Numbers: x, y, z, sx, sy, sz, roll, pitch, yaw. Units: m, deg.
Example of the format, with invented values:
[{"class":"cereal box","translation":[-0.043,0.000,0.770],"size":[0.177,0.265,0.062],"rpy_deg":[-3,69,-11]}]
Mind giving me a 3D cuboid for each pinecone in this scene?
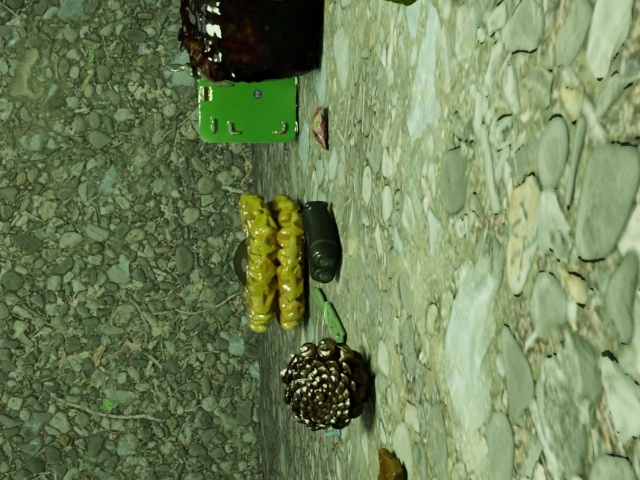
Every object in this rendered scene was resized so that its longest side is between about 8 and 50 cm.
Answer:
[{"class":"pinecone","translation":[0.011,0.212,1.087],"size":[0.121,0.140,0.140],"rpy_deg":[1,-93,-71]}]

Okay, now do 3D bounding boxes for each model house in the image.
[{"class":"model house","translation":[-0.184,-0.440,1.811],"size":[0.313,0.242,0.357],"rpy_deg":[-111,20,-71]}]

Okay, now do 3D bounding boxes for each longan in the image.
[{"class":"longan","translation":[-0.155,0.061,1.981],"size":[0.187,0.167,0.167],"rpy_deg":[-32,-58,-76]}]

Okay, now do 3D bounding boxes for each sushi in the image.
[{"class":"sushi","translation":[-0.139,-0.456,1.393],"size":[0.299,0.281,0.294],"rpy_deg":[-79,-8,-65]}]

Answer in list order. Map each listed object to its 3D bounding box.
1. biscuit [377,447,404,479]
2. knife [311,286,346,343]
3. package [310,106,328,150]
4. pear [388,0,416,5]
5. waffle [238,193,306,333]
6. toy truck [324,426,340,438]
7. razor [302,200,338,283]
[{"class":"biscuit","translation":[0.093,0.336,0.933],"size":[0.119,0.019,0.130],"rpy_deg":[-109,19,-58]},{"class":"knife","translation":[0.013,0.133,1.380],"size":[0.293,0.020,0.043],"rpy_deg":[-124,34,-71]},{"class":"package","translation":[-0.002,-0.210,1.365],"size":[0.059,0.029,0.083],"rpy_deg":[-150,47,-70]},{"class":"pear","translation":[0.068,-0.342,0.635],"size":[0.288,0.139,0.239],"rpy_deg":[-101,27,-63]},{"class":"waffle","translation":[-0.114,0.051,1.735],"size":[0.261,0.151,0.324],"rpy_deg":[-143,48,-72]},{"class":"toy truck","translation":[0.015,0.315,1.322],"size":[0.073,0.056,0.090],"rpy_deg":[-99,-2,-58]},{"class":"razor","translation":[0.000,0.000,1.314],"size":[0.090,0.054,0.148],"rpy_deg":[98,167,-46]}]
